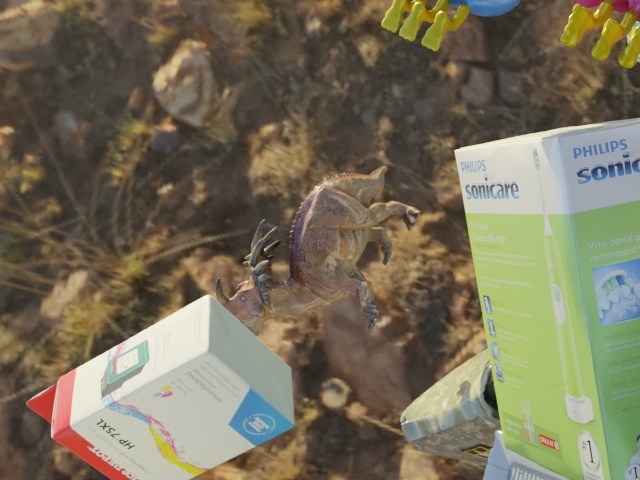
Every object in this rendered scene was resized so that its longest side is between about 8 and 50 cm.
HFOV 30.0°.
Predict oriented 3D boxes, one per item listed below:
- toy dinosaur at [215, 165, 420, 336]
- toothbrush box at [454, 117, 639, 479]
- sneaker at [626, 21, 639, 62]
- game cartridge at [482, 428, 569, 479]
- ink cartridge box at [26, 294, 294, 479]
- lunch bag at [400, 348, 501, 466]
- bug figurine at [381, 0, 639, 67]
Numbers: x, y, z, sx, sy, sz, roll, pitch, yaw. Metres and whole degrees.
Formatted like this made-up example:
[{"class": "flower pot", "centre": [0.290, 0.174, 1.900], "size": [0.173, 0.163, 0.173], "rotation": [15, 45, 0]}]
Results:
[{"class": "toy dinosaur", "centre": [0.000, 0.000, 1.549], "size": [0.127, 0.200, 0.296], "rotation": [134, 160, -73]}, {"class": "toothbrush box", "centre": [0.225, 0.047, 1.000], "size": [0.206, 0.122, 0.283], "rotation": [-177, 75, -75]}, {"class": "sneaker", "centre": [0.413, -0.239, 1.403], "size": [0.076, 0.065, 0.166], "rotation": [-13, 27, -5]}, {"class": "game cartridge", "centre": [0.247, 0.360, 1.324], "size": [0.198, 0.062, 0.297], "rotation": [14, 90, 48]}, {"class": "ink cartridge box", "centre": [-0.155, 0.162, 1.127], "size": [0.231, 0.134, 0.078], "rotation": [-30, 37, 20]}, {"class": "lunch bag", "centre": [0.271, 0.210, 1.600], "size": [0.235, 0.287, 0.169], "rotation": [-36, 73, 62]}, {"class": "bug figurine", "centre": [0.151, -0.217, 0.655], "size": [0.216, 0.072, 0.279], "rotation": [36, 109, 31]}]
